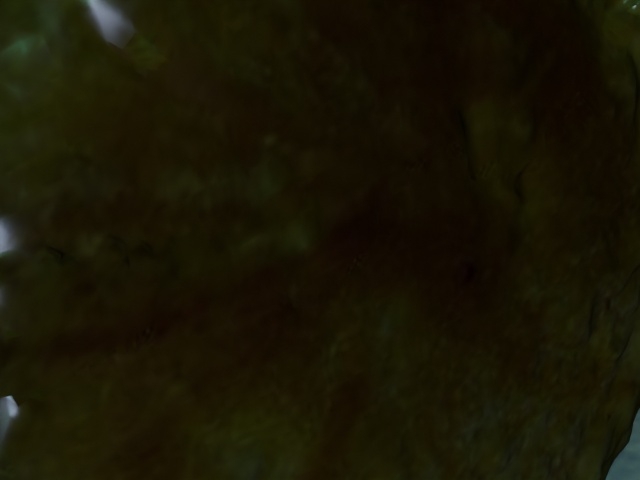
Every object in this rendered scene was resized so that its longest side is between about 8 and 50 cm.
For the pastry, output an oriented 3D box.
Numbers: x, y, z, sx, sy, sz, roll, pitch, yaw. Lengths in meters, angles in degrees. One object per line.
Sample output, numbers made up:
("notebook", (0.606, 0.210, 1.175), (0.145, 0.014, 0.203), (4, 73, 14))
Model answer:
("pastry", (0.000, 0.000, 0.427), (0.136, 0.329, 0.330), (14, 112, 55))
